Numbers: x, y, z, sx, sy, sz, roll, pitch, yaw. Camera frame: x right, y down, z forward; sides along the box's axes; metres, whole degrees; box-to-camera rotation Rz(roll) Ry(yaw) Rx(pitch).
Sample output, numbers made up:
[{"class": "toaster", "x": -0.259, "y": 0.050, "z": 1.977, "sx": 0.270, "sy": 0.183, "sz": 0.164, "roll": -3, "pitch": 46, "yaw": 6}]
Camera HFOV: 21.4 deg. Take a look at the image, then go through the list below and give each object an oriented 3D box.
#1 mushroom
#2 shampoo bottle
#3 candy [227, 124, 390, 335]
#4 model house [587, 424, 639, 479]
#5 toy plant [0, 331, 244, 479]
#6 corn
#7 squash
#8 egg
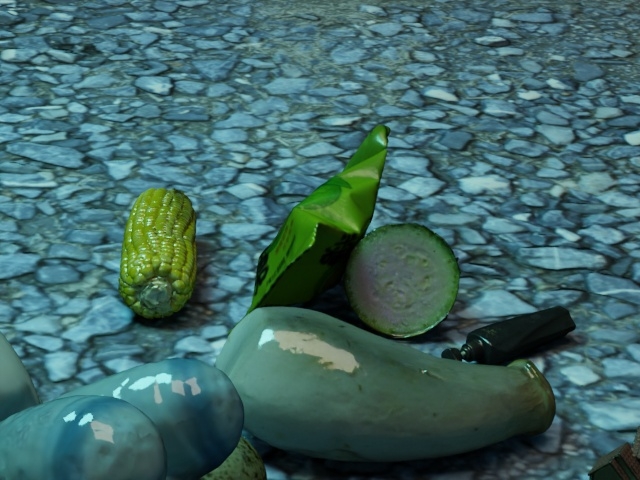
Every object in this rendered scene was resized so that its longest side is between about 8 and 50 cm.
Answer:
[{"class": "mushroom", "x": 0.053, "y": 0.122, "z": 1.304, "sx": 0.270, "sy": 0.103, "sz": 0.118, "roll": 12, "pitch": 30, "yaw": -5}, {"class": "shampoo bottle", "x": 0.162, "y": 0.086, "z": 1.467, "sx": 0.137, "sy": 0.027, "sz": 0.048, "roll": -15, "pitch": 28, "yaw": -34}, {"class": "candy", "x": 0.000, "y": 0.000, "z": 1.527, "sx": 0.069, "sy": 0.149, "sz": 0.246, "roll": 37, "pitch": 33, "yaw": 6}, {"class": "model house", "x": 0.246, "y": 0.169, "z": 1.254, "sx": 0.083, "sy": 0.058, "sz": 0.057, "roll": 14, "pitch": 27, "yaw": 23}, {"class": "toy plant", "x": -0.162, "y": 0.166, "z": 1.029, "sx": 0.332, "sy": 0.247, "sz": 0.247, "roll": 14, "pitch": 27, "yaw": 18}, {"class": "corn", "x": -0.149, "y": 0.007, "z": 1.557, "sx": 0.072, "sy": 0.072, "sz": 0.203, "roll": 1, "pitch": 24, "yaw": -5}, {"class": "squash", "x": 0.074, "y": 0.026, "z": 1.536, "sx": 0.105, "sy": 0.105, "sz": 0.132, "roll": 4, "pitch": 8, "yaw": 1}, {"class": "egg", "x": -0.092, "y": 0.170, "z": 1.182, "sx": 0.110, "sy": 0.085, "sz": 0.085, "roll": -1, "pitch": 24, "yaw": 7}]
